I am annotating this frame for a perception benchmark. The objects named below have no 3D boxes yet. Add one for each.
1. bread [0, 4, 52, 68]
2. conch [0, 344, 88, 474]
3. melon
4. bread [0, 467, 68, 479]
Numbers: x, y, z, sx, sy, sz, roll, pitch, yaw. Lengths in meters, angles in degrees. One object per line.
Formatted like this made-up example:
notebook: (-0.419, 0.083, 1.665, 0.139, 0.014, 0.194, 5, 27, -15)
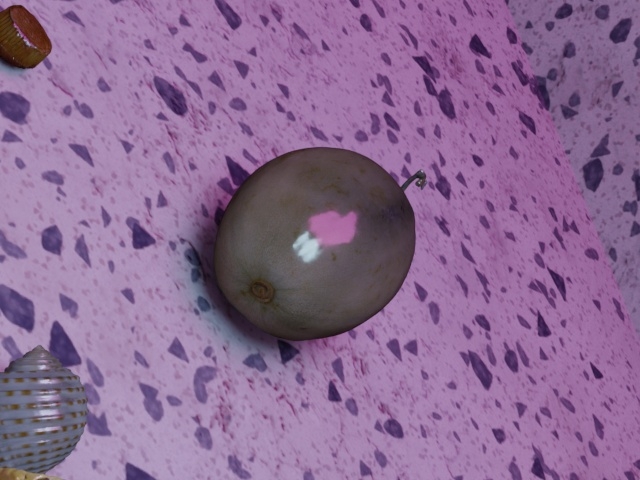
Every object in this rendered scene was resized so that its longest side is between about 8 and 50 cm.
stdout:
bread: (-0.383, -0.253, 2.156, 0.085, 0.053, 0.085, 48, 20, -23)
conch: (-0.310, 0.186, 1.818, 0.135, 0.102, 0.153, 13, 51, -32)
melon: (-0.008, 0.003, 2.270, 0.308, 0.272, 0.272, 10, 54, -61)
bread: (-0.250, 0.365, 1.659, 0.263, 0.198, 0.236, 27, 50, -39)
